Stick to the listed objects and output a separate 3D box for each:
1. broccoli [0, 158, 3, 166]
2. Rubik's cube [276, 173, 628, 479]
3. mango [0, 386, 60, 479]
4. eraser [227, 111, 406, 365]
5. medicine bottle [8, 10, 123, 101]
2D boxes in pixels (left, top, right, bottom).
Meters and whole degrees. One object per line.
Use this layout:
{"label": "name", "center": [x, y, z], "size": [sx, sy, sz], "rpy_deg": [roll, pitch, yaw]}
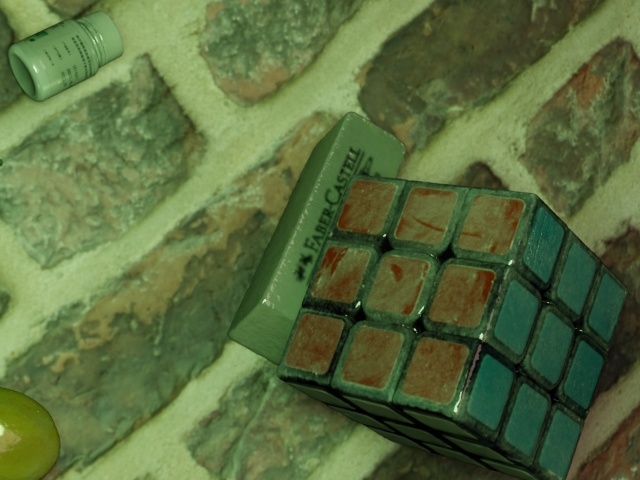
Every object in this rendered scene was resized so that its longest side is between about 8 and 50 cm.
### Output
{"label": "broccoli", "center": [-0.449, -0.052, 1.579], "size": [0.131, 0.120, 0.130], "rpy_deg": [19, 94, 8]}
{"label": "Rubik's cube", "center": [0.179, 0.115, 1.734], "size": [0.301, 0.303, 0.305], "rpy_deg": [35, 72, -46]}
{"label": "mango", "center": [-0.413, 0.240, 1.597], "size": [0.194, 0.092, 0.130], "rpy_deg": [-1, 89, -18]}
{"label": "eraser", "center": [0.000, 0.000, 1.823], "size": [0.111, 0.077, 0.353], "rpy_deg": [31, 74, -22]}
{"label": "medicine bottle", "center": [-0.321, -0.237, 1.677], "size": [0.130, 0.080, 0.080], "rpy_deg": [-32, 101, -25]}
